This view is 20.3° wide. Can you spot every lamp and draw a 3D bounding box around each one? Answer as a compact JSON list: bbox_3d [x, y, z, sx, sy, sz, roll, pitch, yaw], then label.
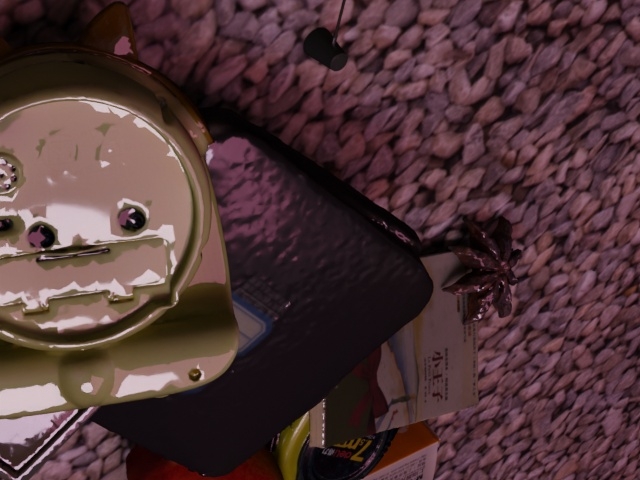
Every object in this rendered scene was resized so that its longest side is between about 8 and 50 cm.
[{"bbox_3d":[0.011,-0.211,1.717,0.041,0.054,0.121,-26,141,-22],"label":"lamp"}]

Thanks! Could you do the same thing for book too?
[{"bbox_3d":[0.087,0.118,2.045,0.289,0.026,0.201,-10,102,-48],"label":"book"}]

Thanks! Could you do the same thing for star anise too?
[{"bbox_3d":[0.197,0.034,2.109,0.141,0.042,0.141,-2,94,-44],"label":"star anise"}]

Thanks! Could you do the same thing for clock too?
[{"bbox_3d":[-0.222,-0.026,1.545,0.286,0.117,0.348,-8,112,-12],"label":"clock"}]

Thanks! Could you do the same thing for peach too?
[{"bbox_3d":[-0.137,0.293,1.985,0.192,0.190,0.190,3,126,-32],"label":"peach"}]

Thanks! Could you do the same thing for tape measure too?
[{"bbox_3d":[0.000,0.209,2.096,0.199,0.112,0.186,16,108,-44],"label":"tape measure"}]

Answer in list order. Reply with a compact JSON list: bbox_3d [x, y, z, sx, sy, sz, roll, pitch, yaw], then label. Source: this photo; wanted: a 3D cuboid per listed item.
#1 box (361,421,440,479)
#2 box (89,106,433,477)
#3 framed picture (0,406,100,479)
[{"bbox_3d":[0.012,0.342,2.257,0.274,0.091,0.221,-20,140,-28],"label":"box"},{"bbox_3d":[-0.104,0.059,1.773,0.350,0.091,0.359,-43,131,15],"label":"box"},{"bbox_3d":[-0.309,0.083,1.643,0.209,0.019,0.281,-44,117,4],"label":"framed picture"}]
